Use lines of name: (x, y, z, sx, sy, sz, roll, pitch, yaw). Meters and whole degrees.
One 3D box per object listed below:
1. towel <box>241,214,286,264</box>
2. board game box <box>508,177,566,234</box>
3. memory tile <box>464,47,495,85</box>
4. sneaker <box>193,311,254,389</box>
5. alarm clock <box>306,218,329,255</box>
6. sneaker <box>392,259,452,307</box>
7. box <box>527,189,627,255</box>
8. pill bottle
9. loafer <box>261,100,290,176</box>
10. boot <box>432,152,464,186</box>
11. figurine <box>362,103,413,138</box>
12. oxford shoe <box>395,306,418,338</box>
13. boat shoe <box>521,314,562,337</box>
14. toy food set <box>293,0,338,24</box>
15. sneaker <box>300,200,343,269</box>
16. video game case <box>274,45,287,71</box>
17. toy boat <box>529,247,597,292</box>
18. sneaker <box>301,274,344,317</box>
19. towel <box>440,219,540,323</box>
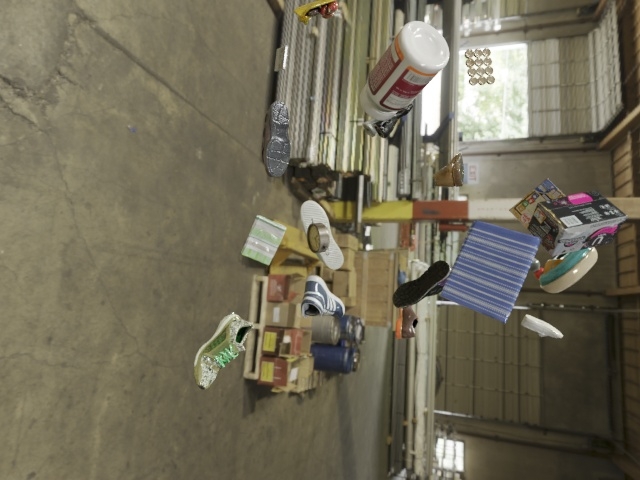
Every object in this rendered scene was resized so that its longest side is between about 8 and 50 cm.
towel: (-0.198, 0.001, 1.416, 0.152, 0.113, 0.023, -65, -168, 10)
board game box: (0.911, -0.137, 1.689, 0.045, 0.193, 0.147, 5, 46, -54)
memory tile: (0.629, -0.686, 1.614, 0.012, 0.113, 0.148, 173, -91, -82)
sneaker: (-0.463, 0.534, 1.998, 0.158, 0.181, 0.411, 58, 44, -36)
alarm clock: (0.000, 0.000, 1.748, 0.192, 0.064, 0.130, -122, -144, -46)
sneaker: (0.440, 0.210, 1.702, 0.124, 0.283, 0.107, 39, 22, -42)
box: (0.931, -0.061, 1.493, 0.163, 0.247, 0.142, -109, -171, -45)
pill bottle: (0.334, -0.692, 1.720, 0.392, 0.223, 0.224, 143, -41, -63)
loafer: (-0.184, -0.396, 1.632, 0.109, 0.095, 0.303, 7, 84, -35)
boot: (0.532, -0.289, 1.683, 0.305, 0.115, 0.113, -44, 121, -58)
figurine: (0.336, -0.609, 2.030, 0.092, 0.209, 0.215, 50, -4, -24)
oxford shoe: (0.432, 0.375, 1.992, 0.271, 0.098, 0.097, -67, 150, -48)
boat shoe: (1.042, 0.420, 1.926, 0.066, 0.184, 0.063, -56, 170, -68)
toy food set: (0.003, -0.907, 1.613, 0.128, 0.217, 0.071, -120, -170, -56)
sneaker: (-0.017, -0.025, 2.015, 0.366, 0.135, 0.150, 68, -17, -14)
video game case: (-0.161, -0.739, 1.660, 0.122, 0.011, 0.087, -142, -122, -62)
toy boat: (1.014, 0.118, 1.773, 0.267, 0.148, 0.318, -40, 171, -10)
sneaker: (0.009, 0.284, 1.698, 0.282, 0.099, 0.153, 54, 35, -38)
towel: (0.603, 0.099, 1.457, 0.336, 0.243, 0.040, -61, 145, -11)
